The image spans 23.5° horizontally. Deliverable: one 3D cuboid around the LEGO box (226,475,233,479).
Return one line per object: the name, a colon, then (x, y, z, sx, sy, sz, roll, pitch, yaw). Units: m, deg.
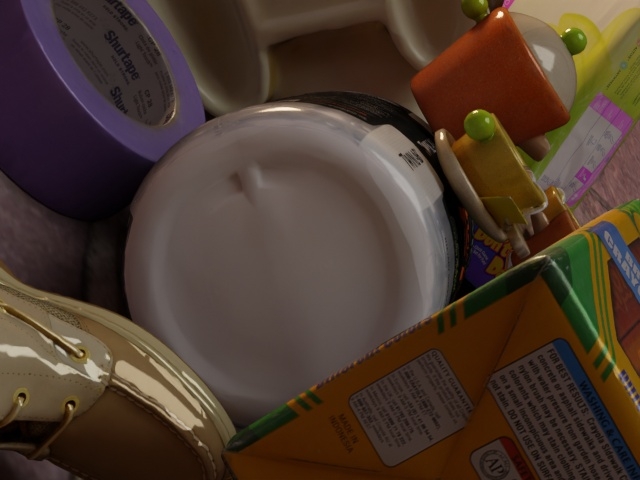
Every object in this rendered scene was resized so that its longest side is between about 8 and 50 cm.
LEGO box: (0.003, 0.341, 0.715, 0.372, 0.193, 0.500, 55, 23, -8)

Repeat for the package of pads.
package of pads: (0.252, -0.189, 1.650, 0.101, 0.296, 0.229, 30, 5, -44)

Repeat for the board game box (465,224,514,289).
board game box: (0.262, 0.064, 1.614, 0.347, 0.078, 0.233, 31, 12, -48)

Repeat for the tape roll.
tape roll: (-0.171, -0.114, 1.080, 0.189, 0.080, 0.189, 44, 27, -30)

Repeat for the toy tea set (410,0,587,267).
toy tea set: (0.190, -0.026, 1.110, 0.336, 0.124, 0.200, 50, 15, -38)

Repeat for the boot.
boot: (-0.173, 0.094, 0.752, 0.262, 0.095, 0.203, 36, 28, -8)

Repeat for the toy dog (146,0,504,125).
toy dog: (0.061, -0.218, 1.431, 0.395, 0.284, 0.408, 64, 20, -21)

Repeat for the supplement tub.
supplement tub: (0.000, 0.000, 1.079, 0.207, 0.207, 0.338, 57, 13, -2)

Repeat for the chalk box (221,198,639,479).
chalk box: (0.116, 0.102, 0.764, 0.180, 0.179, 0.289, 59, 23, 3)
